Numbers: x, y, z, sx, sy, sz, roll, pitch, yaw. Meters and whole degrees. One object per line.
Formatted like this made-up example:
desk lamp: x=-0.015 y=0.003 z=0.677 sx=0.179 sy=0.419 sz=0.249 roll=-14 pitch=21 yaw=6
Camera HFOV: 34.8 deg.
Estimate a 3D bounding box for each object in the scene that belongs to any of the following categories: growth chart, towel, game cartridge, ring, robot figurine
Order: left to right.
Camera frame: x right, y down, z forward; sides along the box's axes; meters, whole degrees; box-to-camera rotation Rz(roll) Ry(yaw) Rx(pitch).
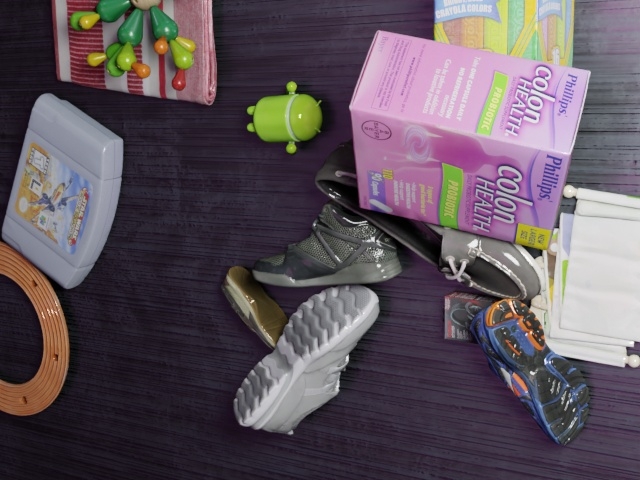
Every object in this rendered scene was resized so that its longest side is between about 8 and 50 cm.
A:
ring: x=-0.584 y=0.162 z=1.906 sx=0.337 sy=0.032 sz=0.336 roll=9 pitch=108 yaw=31
game cartridge: x=-0.437 y=-0.075 z=1.739 sx=0.198 sy=0.062 sz=0.297 roll=35 pitch=118 yaw=26
towel: x=-0.294 y=-0.346 z=1.589 sx=0.329 sy=0.037 sz=0.237 roll=13 pitch=111 yaw=32
robot figurine: x=-0.048 y=-0.173 z=1.448 sx=0.115 sy=0.067 sz=0.101 roll=1 pitch=90 yaw=33
growth chart: x=0.342 y=0.046 z=1.275 sx=0.172 sy=0.021 sz=0.237 roll=18 pitch=111 yaw=29

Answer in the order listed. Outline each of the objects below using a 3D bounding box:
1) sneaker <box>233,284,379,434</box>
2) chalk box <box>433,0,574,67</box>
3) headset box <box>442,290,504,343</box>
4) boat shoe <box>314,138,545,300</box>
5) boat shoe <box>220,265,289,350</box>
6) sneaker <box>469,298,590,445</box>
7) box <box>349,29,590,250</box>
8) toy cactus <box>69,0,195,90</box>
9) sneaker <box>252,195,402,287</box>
sneaker: x=-0.005 y=0.176 z=1.503 sx=0.281 sy=0.115 sz=0.105 roll=-46 pitch=36 yaw=19
chalk box: x=0.217 y=-0.300 z=1.204 sx=0.132 sy=0.132 sz=0.213 roll=5 pitch=105 yaw=32
headset box: x=0.203 y=0.104 z=1.374 sx=0.083 sy=0.032 sz=0.062 roll=7 pitch=106 yaw=30
boat shoe: x=0.133 y=-0.013 z=1.328 sx=0.335 sy=0.095 sz=0.112 roll=40 pitch=156 yaw=22
boat shoe: x=-0.098 y=0.110 z=1.565 sx=0.152 sy=0.056 sz=0.049 roll=56 pitch=133 yaw=16
sneaker: x=0.269 y=0.167 z=1.315 sx=0.221 sy=0.083 sz=0.087 roll=59 pitch=157 yaw=-10
box: x=0.169 y=-0.112 z=1.189 sx=0.243 sy=0.117 sz=0.213 roll=13 pitch=153 yaw=12
toy cactus: x=-0.262 y=-0.322 z=1.505 sx=0.219 sy=0.112 sz=0.180 roll=26 pitch=99 yaw=30
sneaker: x=0.000 y=0.000 z=1.451 sx=0.227 sy=0.087 sz=0.130 roll=-7 pitch=96 yaw=31
